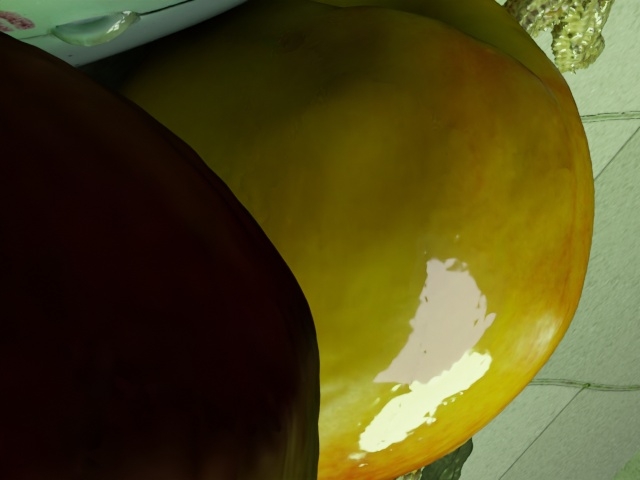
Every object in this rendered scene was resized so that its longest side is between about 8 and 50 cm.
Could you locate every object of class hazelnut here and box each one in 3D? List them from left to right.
[{"bbox_3d":[-0.195,0.096,0.828,0.353,0.421,0.421,-23,153,-31],"label":"hazelnut"}]

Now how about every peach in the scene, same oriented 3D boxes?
[{"bbox_3d":[-0.001,-0.001,1.130,0.289,0.289,0.308,-12,125,-52],"label":"peach"}]

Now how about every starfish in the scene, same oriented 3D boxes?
[{"bbox_3d":[0.194,-0.232,1.308,0.301,0.084,0.293,-5,137,-55],"label":"starfish"}]

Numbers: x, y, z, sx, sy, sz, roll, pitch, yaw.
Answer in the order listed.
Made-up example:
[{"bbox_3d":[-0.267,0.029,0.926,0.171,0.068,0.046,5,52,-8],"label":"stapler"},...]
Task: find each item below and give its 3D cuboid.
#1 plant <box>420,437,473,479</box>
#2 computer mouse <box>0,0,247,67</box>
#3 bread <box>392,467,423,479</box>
[{"bbox_3d":[0.011,0.176,1.650,0.234,0.204,0.178,-41,152,-30],"label":"plant"},{"bbox_3d":[-0.039,-0.176,1.002,0.288,0.097,0.159,-40,161,-4],"label":"computer mouse"},{"bbox_3d":[0.023,0.066,1.396,0.119,0.152,0.288,-45,-172,36],"label":"bread"}]
